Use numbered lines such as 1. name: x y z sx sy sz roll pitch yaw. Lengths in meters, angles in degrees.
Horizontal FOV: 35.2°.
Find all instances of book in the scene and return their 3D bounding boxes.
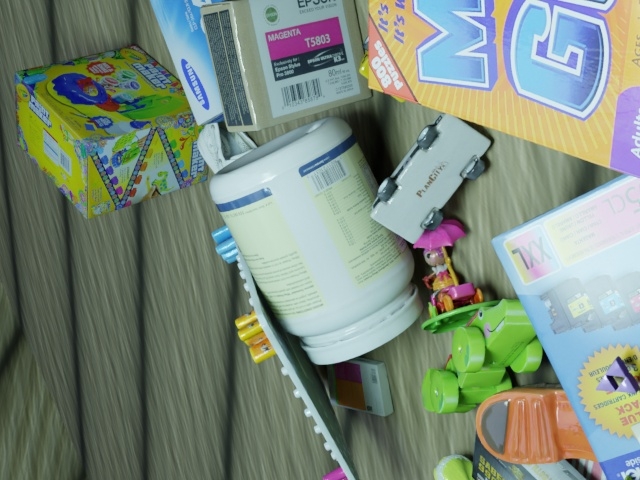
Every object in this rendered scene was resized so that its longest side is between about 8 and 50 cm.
1. book: 0.068 0.259 1.834 0.144 0.035 0.096 4 108 52

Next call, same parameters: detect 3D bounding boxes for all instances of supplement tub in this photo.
1. supplement tub: 0.000 0.000 1.539 0.235 0.235 0.324 -10 110 55

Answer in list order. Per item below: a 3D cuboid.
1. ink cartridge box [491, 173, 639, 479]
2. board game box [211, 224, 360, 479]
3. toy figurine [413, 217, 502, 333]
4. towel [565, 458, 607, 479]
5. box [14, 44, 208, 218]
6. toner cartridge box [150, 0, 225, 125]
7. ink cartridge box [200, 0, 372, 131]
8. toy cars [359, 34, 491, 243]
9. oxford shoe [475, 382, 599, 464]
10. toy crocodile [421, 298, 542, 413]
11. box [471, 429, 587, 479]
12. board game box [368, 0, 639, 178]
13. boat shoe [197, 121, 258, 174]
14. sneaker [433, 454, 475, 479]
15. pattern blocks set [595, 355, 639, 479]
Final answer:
1. ink cartridge box: 0.407 0.112 1.131 0.270 0.151 0.395 -29 84 31
2. board game box: -0.060 0.196 1.691 0.390 0.050 0.390 63 180 -27
3. toy figurine: 0.190 0.046 1.521 0.173 0.130 0.159 105 151 -73
4. towel: 0.415 0.346 1.421 0.197 0.029 0.144 33 132 43
5. box: -0.413 -0.224 2.010 0.290 0.279 0.177 41 137 33
6. toner cartridge box: -0.203 -0.396 1.787 0.165 0.075 0.347 -22 89 42
7. ink cartridge box: -0.047 -0.283 1.529 0.088 0.235 0.193 7 113 51
8. toy cars: 0.143 -0.193 1.416 0.087 0.177 0.393 -102 6 -69
9. oxford shoe: 0.394 0.231 1.321 0.364 0.133 0.129 2 98 34
10. toy crocodile: 0.234 0.171 1.476 0.340 0.115 0.105 108 157 -55
11. box: 0.323 0.371 1.483 0.231 0.056 0.183 43 156 31
12. board game box: 0.293 -0.309 0.956 0.357 0.356 0.356 27 128 43
13. boat shoe: -0.138 -0.129 1.849 0.277 0.098 0.096 53 143 23
14. sneaker: 0.270 0.457 1.640 0.240 0.091 0.126 55 161 19
15. pattern blocks set: 0.427 0.237 1.041 0.325 0.026 0.285 47 120 7
